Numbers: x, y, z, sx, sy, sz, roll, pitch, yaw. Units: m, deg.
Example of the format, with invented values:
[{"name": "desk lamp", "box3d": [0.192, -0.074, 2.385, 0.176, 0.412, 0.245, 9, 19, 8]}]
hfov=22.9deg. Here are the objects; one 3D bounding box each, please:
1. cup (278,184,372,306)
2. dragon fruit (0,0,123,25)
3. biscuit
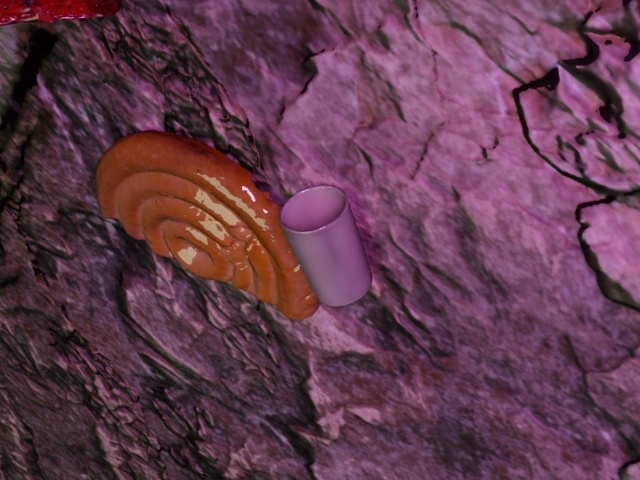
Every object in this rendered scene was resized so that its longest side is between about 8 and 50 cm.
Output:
[{"name": "cup", "box3d": [-0.002, 0.004, 1.217, 0.075, 0.054, 0.083, 10, 138, 34]}, {"name": "dragon fruit", "box3d": [-0.217, -0.216, 1.139, 0.147, 0.096, 0.102, -3, 151, -14]}, {"name": "biscuit", "box3d": [-0.095, -0.020, 1.295, 0.224, 0.033, 0.144, 29, 144, 14]}]
